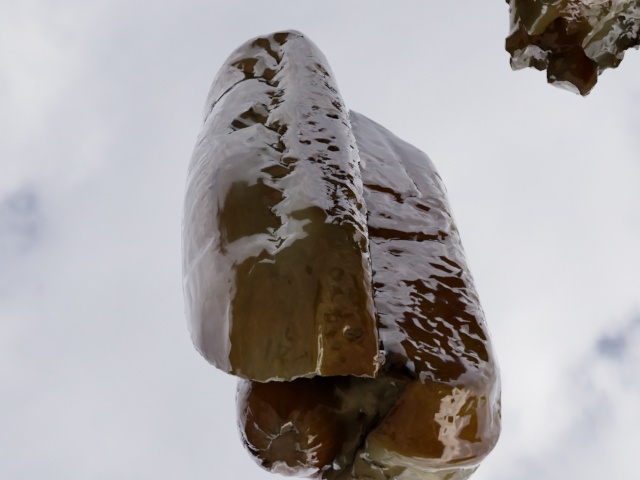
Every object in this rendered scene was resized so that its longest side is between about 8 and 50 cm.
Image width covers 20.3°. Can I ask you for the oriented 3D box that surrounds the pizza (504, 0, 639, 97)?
[{"bbox_3d":[0.088,-0.132,0.463,0.062,0.199,0.188,4,-87,-13],"label":"pizza"}]

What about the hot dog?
[{"bbox_3d":[0.000,0.000,0.502,0.092,0.235,0.062,41,-76,-13],"label":"hot dog"}]
